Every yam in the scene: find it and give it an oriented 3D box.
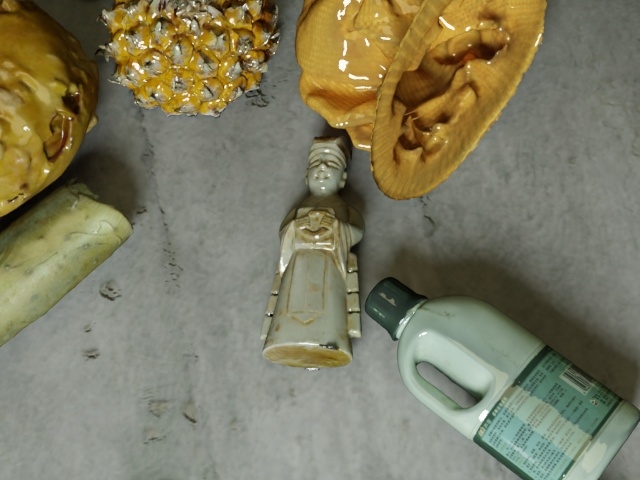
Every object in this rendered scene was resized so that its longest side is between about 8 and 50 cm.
[{"bbox_3d":[-0.314,0.083,0.854,0.371,0.083,0.083,-41,69,-17],"label":"yam"}]

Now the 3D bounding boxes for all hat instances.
[{"bbox_3d":[0.039,-0.202,0.925,0.233,0.244,0.233,33,58,30],"label":"hat"}]

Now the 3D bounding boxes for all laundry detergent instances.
[{"bbox_3d":[0.129,0.105,0.827,0.225,0.070,0.099,36,76,18],"label":"laundry detergent"}]

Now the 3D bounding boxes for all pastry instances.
[{"bbox_3d":[-0.343,-0.134,0.917,0.255,0.162,0.311,-37,77,-27],"label":"pastry"}]

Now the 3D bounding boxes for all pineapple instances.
[{"bbox_3d":[-0.123,-0.212,0.961,0.176,0.137,0.161,-25,65,-11],"label":"pineapple"}]

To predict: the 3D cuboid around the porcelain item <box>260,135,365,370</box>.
[{"bbox_3d":[0.000,0.000,0.895,0.084,0.054,0.213,2,62,10],"label":"porcelain item"}]
